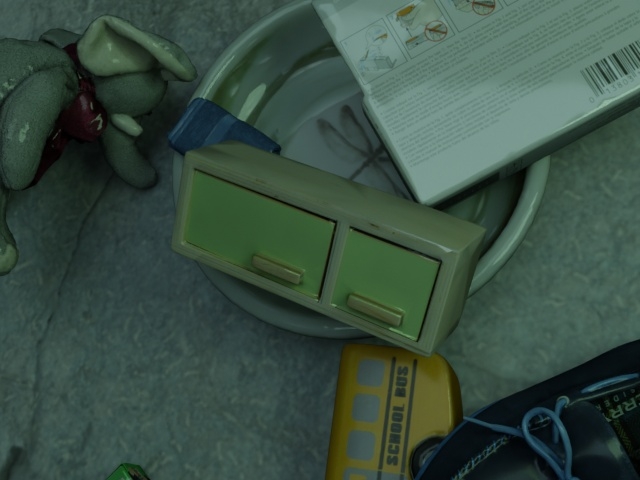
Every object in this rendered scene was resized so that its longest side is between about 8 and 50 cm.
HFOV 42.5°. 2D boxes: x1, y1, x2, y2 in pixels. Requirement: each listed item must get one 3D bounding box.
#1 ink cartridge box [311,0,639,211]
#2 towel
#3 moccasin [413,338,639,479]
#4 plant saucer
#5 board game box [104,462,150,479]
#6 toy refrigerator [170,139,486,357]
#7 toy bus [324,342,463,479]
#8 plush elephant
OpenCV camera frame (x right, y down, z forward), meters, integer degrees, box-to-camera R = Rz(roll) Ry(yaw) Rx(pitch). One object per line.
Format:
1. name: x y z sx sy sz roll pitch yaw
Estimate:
1. ink cartridge box: 0.163 -0.189 0.793 0.275 0.060 0.238 -28 74 4
2. towel: -0.102 -0.100 0.866 0.119 0.029 0.067 34 84 23
3. moccasin: 0.214 0.167 0.685 0.342 0.117 0.137 -33 93 -20
4. plant saucer: 0.041 -0.083 0.890 0.401 0.100 0.400 -5 70 14
5. board game box: -0.249 0.415 0.832 0.317 0.046 0.213 -43 66 -2
6. toy refrigerator: 0.000 0.000 0.749 0.270 0.094 0.102 21 113 20
7. toy bus: 0.068 0.270 0.761 0.130 0.108 0.332 3 73 16
8. plush elephant: -0.286 -0.151 0.943 0.256 0.272 0.329 -3 106 -23
